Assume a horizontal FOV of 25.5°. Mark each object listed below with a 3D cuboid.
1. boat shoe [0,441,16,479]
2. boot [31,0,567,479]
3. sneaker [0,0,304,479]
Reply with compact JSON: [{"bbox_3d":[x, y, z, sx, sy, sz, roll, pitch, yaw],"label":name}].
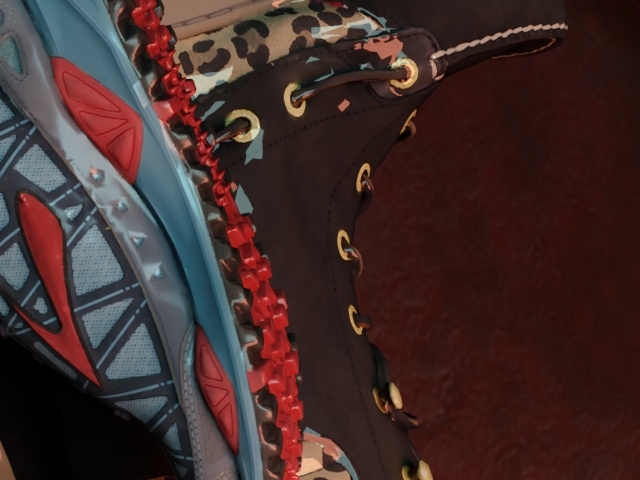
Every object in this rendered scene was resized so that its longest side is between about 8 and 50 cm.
[{"bbox_3d":[-0.233,-0.005,0.552,0.104,0.110,0.307,-29,94,-24],"label":"boat shoe"},{"bbox_3d":[0.000,0.000,0.721,0.377,0.138,0.284,-14,89,-36],"label":"boot"},{"bbox_3d":[-0.091,0.007,0.570,0.104,0.125,0.262,-40,109,-80],"label":"sneaker"}]
